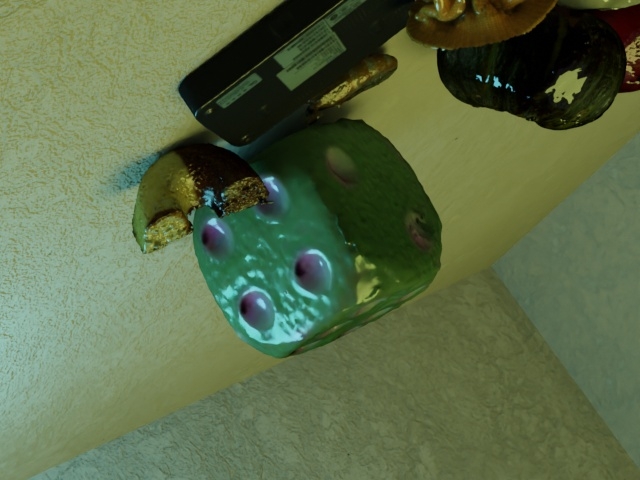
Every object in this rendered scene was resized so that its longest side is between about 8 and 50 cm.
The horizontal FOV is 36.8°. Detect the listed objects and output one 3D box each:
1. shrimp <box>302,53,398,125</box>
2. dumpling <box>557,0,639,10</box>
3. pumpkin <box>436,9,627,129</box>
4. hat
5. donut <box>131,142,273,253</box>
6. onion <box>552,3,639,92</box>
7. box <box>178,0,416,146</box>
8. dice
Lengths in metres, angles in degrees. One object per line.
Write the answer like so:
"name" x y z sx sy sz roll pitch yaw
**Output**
"shrimp" 0.048 -0.249 1.601 0.187 0.051 0.132 -27 165 -8
"dumpling" 0.453 -0.482 1.488 0.260 0.181 0.341 -26 164 5
"pumpkin" 0.348 -0.295 1.590 0.320 0.320 0.192 -9 116 -57
"hat" 0.194 -0.416 1.267 0.244 0.233 0.233 -14 137 15
"donut" -0.200 -0.079 1.467 0.217 0.141 0.085 -29 154 -17
"onion" 0.540 -0.407 1.763 0.276 0.276 0.276 -31 164 -10
"box" -0.024 -0.272 1.383 0.350 0.058 0.211 -37 163 8
"dice" 0.000 0.000 1.676 0.322 0.330 0.318 -36 170 34
